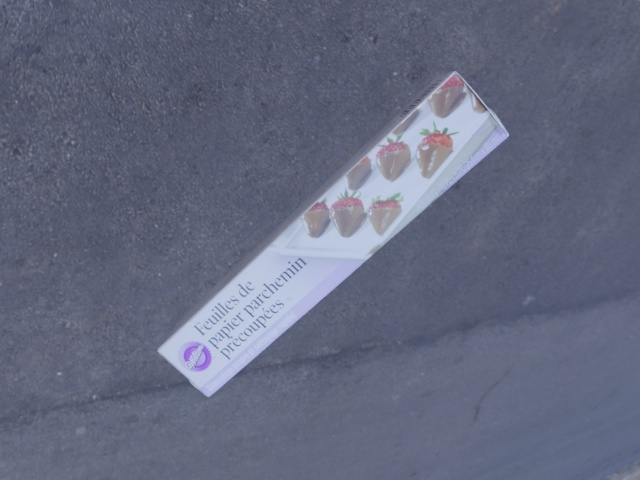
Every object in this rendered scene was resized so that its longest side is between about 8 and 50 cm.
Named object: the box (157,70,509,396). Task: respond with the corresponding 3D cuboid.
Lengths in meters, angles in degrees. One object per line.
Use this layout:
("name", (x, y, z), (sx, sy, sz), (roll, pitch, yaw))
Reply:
("box", (0.000, 0.000, 0.384), (0.324, 0.067, 0.063), (-42, 100, 12))
